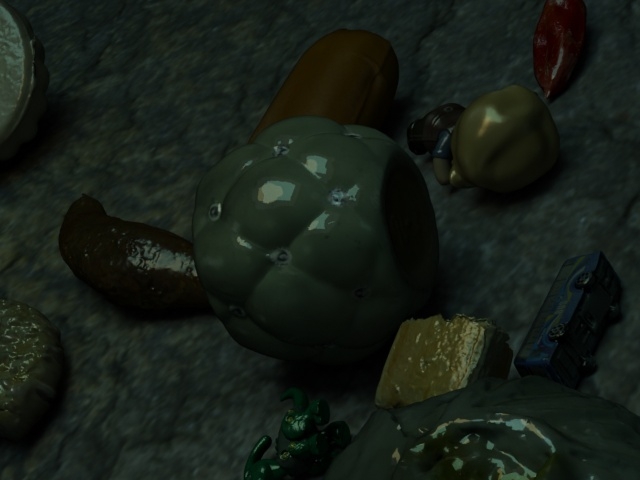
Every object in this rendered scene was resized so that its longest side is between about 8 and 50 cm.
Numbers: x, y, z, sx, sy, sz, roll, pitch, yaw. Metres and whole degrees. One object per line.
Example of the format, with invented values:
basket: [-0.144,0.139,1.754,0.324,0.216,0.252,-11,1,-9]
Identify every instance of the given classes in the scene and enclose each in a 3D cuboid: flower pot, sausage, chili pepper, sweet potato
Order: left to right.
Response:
sweet potato: [-0.207,0.020,2.131,0.114,0.092,0.341,-27,29,-31]
sausage: [-0.018,-0.090,2.127,0.134,0.116,0.354,9,49,24]
flower pot: [0.000,0.000,1.873,0.195,0.246,0.246,-12,36,24]
chili pepper: [0.270,-0.229,2.162,0.059,0.050,0.191,-6,51,26]

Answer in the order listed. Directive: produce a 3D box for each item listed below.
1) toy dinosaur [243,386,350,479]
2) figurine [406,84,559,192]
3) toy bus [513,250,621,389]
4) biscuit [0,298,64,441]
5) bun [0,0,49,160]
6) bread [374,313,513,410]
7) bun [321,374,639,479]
toy dinosaur: [-0.028,0.189,1.802,0.096,0.059,0.132,-19,41,24]
figurine: [0.164,-0.104,2.039,0.114,0.108,0.196,-17,9,-30]
toy bus: [0.229,0.077,1.770,0.061,0.051,0.153,-13,34,44]
biscuit: [-0.371,0.134,2.106,0.281,0.084,0.179,16,48,45]
bun: [-0.462,-0.196,2.567,0.263,0.175,0.263,-3,78,17]
bread: [0.116,0.123,1.746,0.125,0.082,0.106,2,72,49]
bun: [0.130,0.241,1.464,0.362,0.211,0.362,-18,33,12]
